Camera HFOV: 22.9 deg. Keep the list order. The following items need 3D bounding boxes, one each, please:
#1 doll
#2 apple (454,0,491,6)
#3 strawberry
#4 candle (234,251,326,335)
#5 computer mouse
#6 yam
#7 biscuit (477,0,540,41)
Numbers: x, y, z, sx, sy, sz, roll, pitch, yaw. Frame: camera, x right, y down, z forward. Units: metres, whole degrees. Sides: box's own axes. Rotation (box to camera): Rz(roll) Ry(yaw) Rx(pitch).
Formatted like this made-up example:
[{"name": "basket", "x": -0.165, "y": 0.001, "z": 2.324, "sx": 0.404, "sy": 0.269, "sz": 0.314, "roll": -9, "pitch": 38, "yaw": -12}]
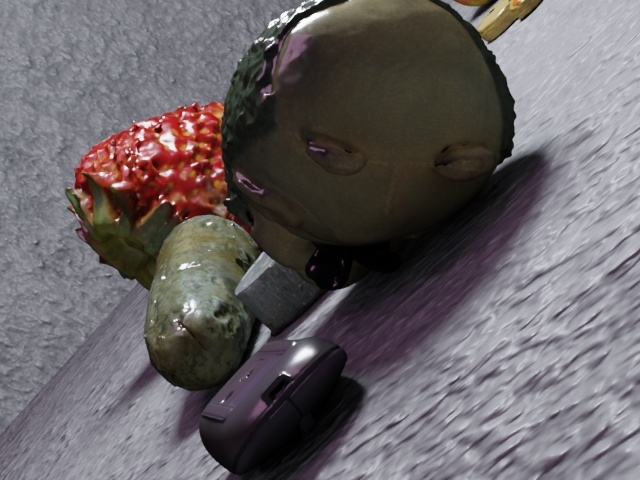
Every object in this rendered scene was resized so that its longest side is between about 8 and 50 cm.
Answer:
[{"name": "doll", "x": 0.019, "y": -0.080, "z": 1.355, "sx": 0.247, "sy": 0.247, "sz": 0.349, "roll": -48, "pitch": 11, "yaw": -16}, {"name": "apple", "x": 0.231, "y": -0.428, "z": 2.318, "sx": 0.163, "sy": 0.139, "sz": 0.163, "roll": -45, "pitch": 5, "yaw": 5}, {"name": "strawberry", "x": -0.171, "y": -0.084, "z": 2.176, "sx": 0.343, "sy": 0.292, "sz": 0.292, "roll": -52, "pitch": 9, "yaw": -29}, {"name": "candle", "x": 0.000, "y": 0.000, "z": 1.609, "sx": 0.192, "sy": 0.068, "sz": 0.168, "roll": -55, "pitch": 12, "yaw": -32}, {"name": "computer mouse", "x": -0.036, "y": 0.123, "z": 1.197, "sx": 0.120, "sy": 0.057, "sz": 0.232, "roll": -48, "pitch": 5, "yaw": -11}, {"name": "yam", "x": -0.127, "y": 0.071, "z": 1.721, "sx": 0.133, "sy": 0.133, "sz": 0.330, "roll": -45, "pitch": 12, "yaw": 11}, {"name": "biscuit", "x": 0.277, "y": -0.327, "z": 1.958, "sx": 0.234, "sy": 0.030, "sz": 0.153, "roll": -40, "pitch": 8, "yaw": 39}]
